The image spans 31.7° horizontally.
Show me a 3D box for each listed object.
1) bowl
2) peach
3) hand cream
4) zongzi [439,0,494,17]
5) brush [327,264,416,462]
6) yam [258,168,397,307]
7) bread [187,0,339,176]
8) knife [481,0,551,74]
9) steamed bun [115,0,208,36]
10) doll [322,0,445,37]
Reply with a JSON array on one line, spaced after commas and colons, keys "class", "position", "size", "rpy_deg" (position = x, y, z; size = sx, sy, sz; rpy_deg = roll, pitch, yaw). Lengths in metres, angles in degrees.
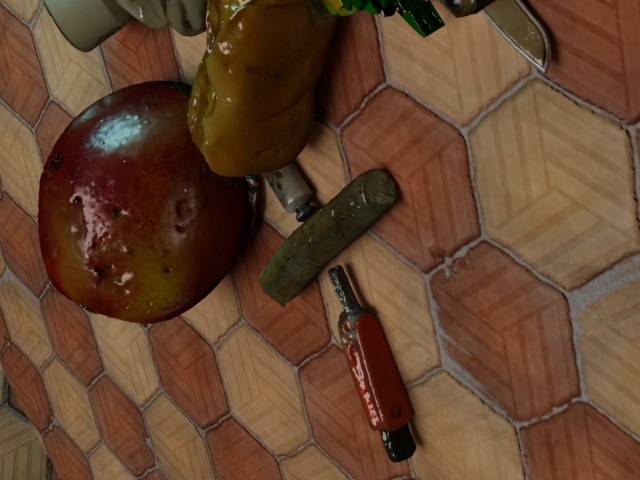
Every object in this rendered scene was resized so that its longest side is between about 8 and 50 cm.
[{"class": "bowl", "position": [-0.379, -0.441, 1.859], "size": [0.126, 0.238, 0.237], "rpy_deg": [-18, 98, 11]}, {"class": "peach", "position": [-0.290, -0.066, 1.901], "size": [0.339, 0.353, 0.416], "rpy_deg": [29, 96, 29]}, {"class": "hand cream", "position": [-0.077, -0.131, 1.782], "size": [0.234, 0.050, 0.080], "rpy_deg": [58, 149, 20]}, {"class": "zongzi", "position": [0.127, -0.423, 1.204], "size": [0.274, 0.145, 0.300], "rpy_deg": [48, 160, 21]}, {"class": "brush", "position": [0.079, 0.190, 1.749], "size": [0.051, 0.070, 0.323], "rpy_deg": [-18, 95, 51]}, {"class": "yam", "position": [0.000, 0.000, 1.732], "size": [0.083, 0.083, 0.371], "rpy_deg": [57, 143, 10]}, {"class": "bread", "position": [-0.081, -0.247, 1.588], "size": [0.149, 0.195, 0.344], "rpy_deg": [50, 145, 29]}, {"class": "knife", "position": [0.198, -0.299, 1.335], "size": [0.046, 0.022, 0.256], "rpy_deg": [-40, 74, 22]}, {"class": "steamed bun", "position": [-0.248, -0.442, 1.669], "size": [0.280, 0.207, 0.268], "rpy_deg": [56, 143, 9]}, {"class": "doll", "position": [0.064, -0.330, 1.422], "size": [0.186, 0.106, 0.134], "rpy_deg": [16, 134, 47]}]
